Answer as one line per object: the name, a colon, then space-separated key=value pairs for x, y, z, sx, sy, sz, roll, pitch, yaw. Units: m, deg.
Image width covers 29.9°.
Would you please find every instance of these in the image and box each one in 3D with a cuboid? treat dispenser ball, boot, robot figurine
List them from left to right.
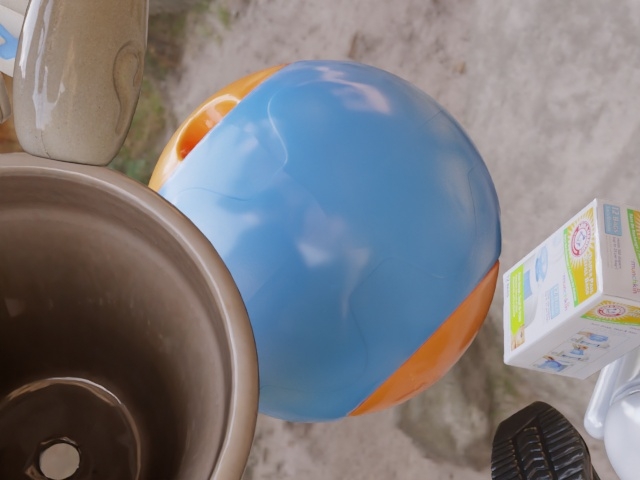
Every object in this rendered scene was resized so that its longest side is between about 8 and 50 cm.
treat dispenser ball: x=0.000 y=0.000 z=0.955 sx=0.288 sy=0.288 sz=0.288 roll=-33 pitch=51 yaw=52
boot: x=0.200 y=0.222 z=0.877 sx=0.077 sy=0.137 sz=0.198 roll=-34 pitch=34 yaw=14
robot figurine: x=0.440 y=0.166 z=1.362 sx=0.300 sy=0.200 sz=0.353 roll=-17 pitch=39 yaw=47

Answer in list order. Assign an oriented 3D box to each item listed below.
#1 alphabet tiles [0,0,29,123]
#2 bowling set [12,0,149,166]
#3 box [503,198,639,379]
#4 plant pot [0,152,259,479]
alphabet tiles: x=-0.242 y=-0.178 z=0.628 sx=0.021 sy=0.278 sz=0.284 roll=-51 pitch=-20 yaw=-31
bowling set: x=-0.182 y=-0.119 z=0.379 sx=0.287 sy=0.199 sz=0.154 roll=8 pitch=-89 yaw=-79
box: x=0.285 y=0.055 z=1.265 sx=0.203 sy=0.103 sz=0.114 roll=130 pitch=148 yaw=-58
plant pot: x=-0.168 y=0.114 z=0.705 sx=0.229 sy=0.263 sz=0.263 roll=101 pitch=170 yaw=-68
